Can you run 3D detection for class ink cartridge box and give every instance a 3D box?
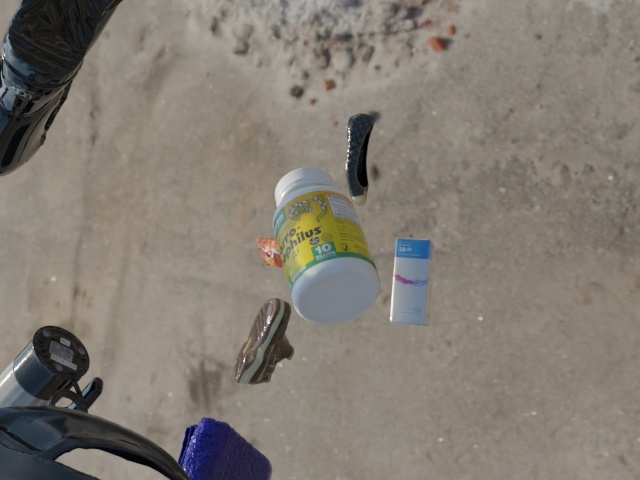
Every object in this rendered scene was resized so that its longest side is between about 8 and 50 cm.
[{"bbox_3d":[0.134,0.062,1.318,0.052,0.088,0.122,2,83,12],"label":"ink cartridge box"}]

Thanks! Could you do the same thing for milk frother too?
[{"bbox_3d":[-0.363,0.210,1.176,0.135,0.129,0.143,-44,12,24],"label":"milk frother"}]

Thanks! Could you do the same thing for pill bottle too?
[{"bbox_3d":[0.000,0.000,1.231,0.117,0.118,0.208,-49,39,31],"label":"pill bottle"}]

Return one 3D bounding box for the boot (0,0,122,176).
[{"bbox_3d":[-0.270,-0.197,0.900,0.207,0.094,0.246,-35,33,49],"label":"boot"}]

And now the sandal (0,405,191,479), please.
[{"bbox_3d":[-0.206,0.186,0.714,0.446,0.107,0.167,22,137,18],"label":"sandal"}]

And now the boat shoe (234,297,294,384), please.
[{"bbox_3d":[-0.098,0.211,1.892,0.257,0.095,0.095,121,156,-45],"label":"boat shoe"}]

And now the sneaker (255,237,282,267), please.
[{"bbox_3d":[-0.095,0.023,2.042,0.175,0.067,0.064,21,135,61],"label":"sneaker"}]

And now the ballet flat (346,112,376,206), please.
[{"bbox_3d":[0.076,-0.146,1.675,0.049,0.057,0.173,4,103,21],"label":"ballet flat"}]

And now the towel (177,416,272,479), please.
[{"bbox_3d":[-0.181,0.448,1.395,0.076,0.227,0.308,3,58,26],"label":"towel"}]
